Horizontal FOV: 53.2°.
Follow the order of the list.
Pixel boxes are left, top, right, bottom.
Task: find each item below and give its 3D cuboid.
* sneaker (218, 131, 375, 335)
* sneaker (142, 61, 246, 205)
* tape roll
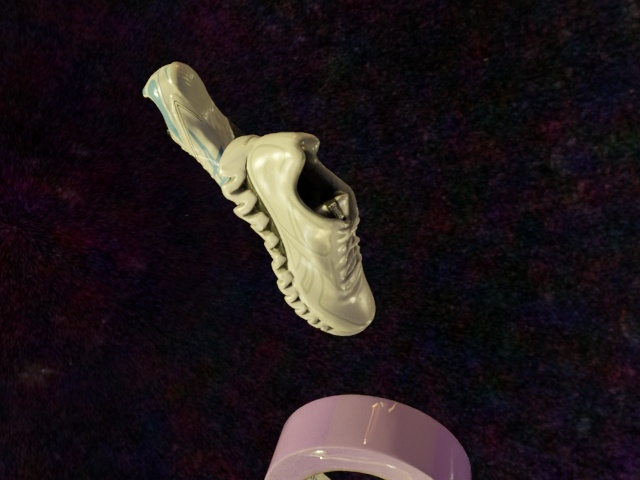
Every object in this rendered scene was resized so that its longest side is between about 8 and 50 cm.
[{"bbox_3d":[0.000,0.000,0.751,0.292,0.118,0.110,58,40,-27],"label":"sneaker"},{"bbox_3d":[-0.169,-0.148,0.946,0.237,0.086,0.085,57,38,-18],"label":"sneaker"},{"bbox_3d":[0.065,0.339,0.877,0.274,0.275,0.090,50,33,-18],"label":"tape roll"}]
